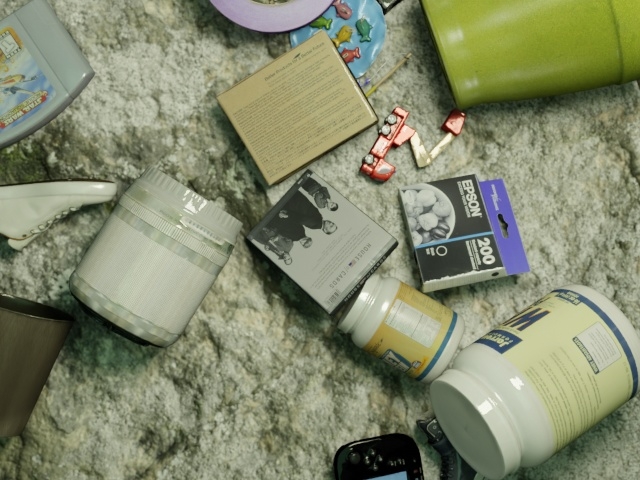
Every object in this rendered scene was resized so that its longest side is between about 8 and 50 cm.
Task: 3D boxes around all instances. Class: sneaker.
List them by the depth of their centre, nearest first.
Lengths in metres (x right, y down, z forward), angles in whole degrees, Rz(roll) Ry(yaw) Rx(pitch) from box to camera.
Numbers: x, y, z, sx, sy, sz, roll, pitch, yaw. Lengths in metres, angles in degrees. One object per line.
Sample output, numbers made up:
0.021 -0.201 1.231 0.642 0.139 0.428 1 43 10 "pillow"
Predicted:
-0.507 -0.049 1.721 0.290 0.106 0.123 -6 96 7 "sneaker"
0.224 0.410 1.738 0.163 0.086 0.226 35 78 -12 "sneaker"

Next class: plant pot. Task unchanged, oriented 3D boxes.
0.368 -0.400 1.661 0.353 0.366 0.367 -19 90 8 "plant pot"

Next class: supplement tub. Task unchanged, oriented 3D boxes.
0.378 0.247 1.648 0.324 0.235 0.235 -29 90 -20 "supplement tub"
0.146 0.156 1.718 0.199 0.144 0.144 30 88 -1 "supplement tub"

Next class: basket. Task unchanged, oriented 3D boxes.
-0.568 0.222 1.684 0.204 0.154 0.227 17 92 -1 "basket"

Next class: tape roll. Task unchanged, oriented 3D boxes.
-0.086 -0.511 1.682 0.274 0.090 0.275 0 100 0 "tape roll"

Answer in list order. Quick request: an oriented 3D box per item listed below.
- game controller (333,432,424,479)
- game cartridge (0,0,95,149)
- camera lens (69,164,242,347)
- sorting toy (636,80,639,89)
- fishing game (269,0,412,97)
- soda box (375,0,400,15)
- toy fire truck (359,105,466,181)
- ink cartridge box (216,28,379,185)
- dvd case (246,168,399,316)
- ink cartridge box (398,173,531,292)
0.122 0.522 1.749 0.166 0.067 0.319 -9 90 -3 "game controller"
-0.580 -0.289 1.740 0.297 0.062 0.198 -35 86 -3 "game cartridge"
-0.291 0.034 1.662 0.219 0.219 0.274 32 88 -2 "camera lens"
0.712 -0.419 1.784 0.257 0.089 0.256 -18 90 -3 "sorting toy"
0.029 -0.389 1.761 0.189 0.041 0.264 -38 91 11 "fishing game"
0.166 -0.504 1.778 0.169 0.053 0.060 -40 91 -3 "soda box"
0.173 -0.182 1.775 0.135 0.047 0.192 30 88 -3 "toy fire truck"
-0.039 -0.240 1.725 0.234 0.088 0.193 -30 90 10 "ink cartridge box"
0.000 0.000 1.716 0.179 0.029 0.238 -47 61 -3 "dvd case"
0.266 -0.021 1.740 0.208 0.045 0.206 -10 64 -3 "ink cartridge box"
